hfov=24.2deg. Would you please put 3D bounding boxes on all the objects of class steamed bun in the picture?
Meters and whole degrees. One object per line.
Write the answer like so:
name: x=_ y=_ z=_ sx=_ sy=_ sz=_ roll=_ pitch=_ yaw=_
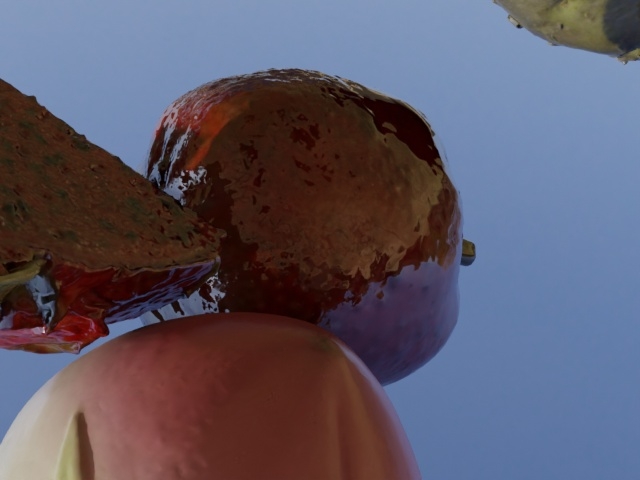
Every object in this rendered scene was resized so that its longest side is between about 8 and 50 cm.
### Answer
steamed bun: x=-0.058 y=0.170 z=0.921 sx=0.309 sy=0.309 sz=0.309 roll=5 pitch=-150 yaw=-3

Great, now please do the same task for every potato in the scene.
potato: x=0.221 y=-0.279 z=1.325 sx=0.296 sy=0.192 sz=0.141 roll=45 pitch=-157 yaw=-14

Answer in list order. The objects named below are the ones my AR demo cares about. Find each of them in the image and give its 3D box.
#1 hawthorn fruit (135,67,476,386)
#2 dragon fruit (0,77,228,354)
hawthorn fruit: x=0.000 y=0.000 z=1.180 sx=0.307 sy=0.265 sz=0.265 roll=11 pitch=-154 yaw=-28
dragon fruit: x=-0.245 y=-0.004 z=0.930 sx=0.317 sy=0.152 sz=0.205 roll=36 pitch=-155 yaw=0
